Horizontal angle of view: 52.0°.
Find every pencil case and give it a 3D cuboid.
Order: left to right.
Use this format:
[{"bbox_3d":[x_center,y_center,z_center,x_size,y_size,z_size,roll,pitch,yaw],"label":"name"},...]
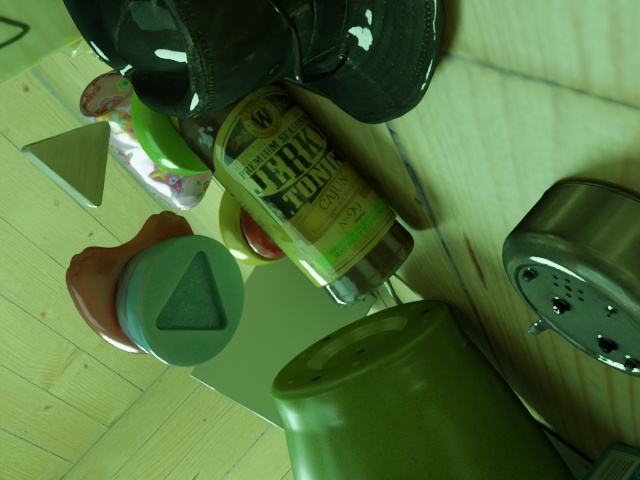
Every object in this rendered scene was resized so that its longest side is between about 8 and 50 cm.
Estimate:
[{"bbox_3d":[-0.302,-0.175,1.178,0.124,0.124,0.284,35,167,38],"label":"pencil case"}]

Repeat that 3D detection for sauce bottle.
[{"bbox_3d":[-0.057,-0.088,0.634,0.344,0.111,0.111,46,169,-8],"label":"sauce bottle"}]

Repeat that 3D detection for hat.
[{"bbox_3d":[-0.080,-0.155,0.419,0.331,0.134,0.331,41,169,10],"label":"hat"}]

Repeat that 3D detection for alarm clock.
[{"bbox_3d":[0.174,0.024,0.380,0.129,0.064,0.192,42,166,7],"label":"alarm clock"}]

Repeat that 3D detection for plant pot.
[{"bbox_3d":[0.118,0.275,0.797,0.352,0.367,0.366,65,166,-5],"label":"plant pot"}]

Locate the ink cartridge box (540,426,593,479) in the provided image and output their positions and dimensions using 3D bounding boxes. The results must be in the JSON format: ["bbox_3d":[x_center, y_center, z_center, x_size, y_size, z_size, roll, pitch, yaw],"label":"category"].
[{"bbox_3d":[0.354,0.347,0.986,0.224,0.045,0.223,33,164,47],"label":"ink cartridge box"}]

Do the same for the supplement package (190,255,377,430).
[{"bbox_3d":[-0.063,0.165,1.120,0.204,0.261,0.145,30,168,0],"label":"supplement package"}]

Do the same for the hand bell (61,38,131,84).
[{"bbox_3d":[-0.300,-0.264,0.942,0.242,0.126,0.126,34,174,-25],"label":"hand bell"}]

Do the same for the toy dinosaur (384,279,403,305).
[{"bbox_3d":[0.000,0.000,0.907,0.268,0.064,0.118,34,180,31],"label":"toy dinosaur"}]

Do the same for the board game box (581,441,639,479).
[{"bbox_3d":[0.437,0.346,0.602,0.336,0.079,0.254,43,169,1],"label":"board game box"}]

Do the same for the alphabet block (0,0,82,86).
[{"bbox_3d":[-0.313,-0.273,0.556,0.193,0.192,0.197,58,178,30],"label":"alphabet block"}]

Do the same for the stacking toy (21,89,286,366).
[{"bbox_3d":[-0.115,-0.040,0.681,0.130,0.309,0.279,3,126,42],"label":"stacking toy"}]
